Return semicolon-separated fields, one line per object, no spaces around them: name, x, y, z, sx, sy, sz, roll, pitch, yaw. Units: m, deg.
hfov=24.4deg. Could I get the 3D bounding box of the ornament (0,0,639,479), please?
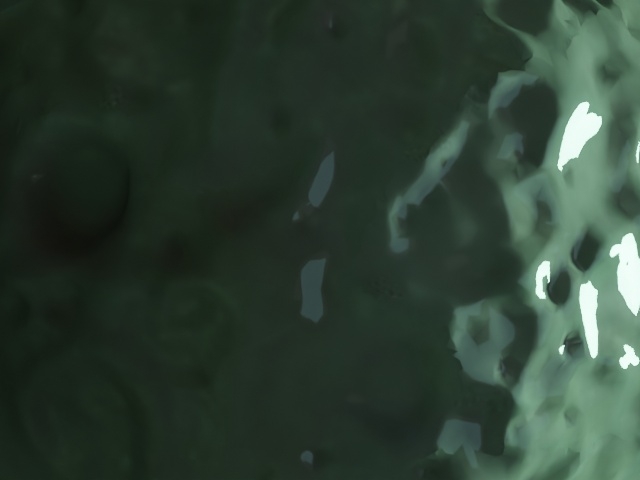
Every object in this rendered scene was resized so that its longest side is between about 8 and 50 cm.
ornament;0.000;0.000;0.430;0.259;0.225;0.259;-44;143;-47
